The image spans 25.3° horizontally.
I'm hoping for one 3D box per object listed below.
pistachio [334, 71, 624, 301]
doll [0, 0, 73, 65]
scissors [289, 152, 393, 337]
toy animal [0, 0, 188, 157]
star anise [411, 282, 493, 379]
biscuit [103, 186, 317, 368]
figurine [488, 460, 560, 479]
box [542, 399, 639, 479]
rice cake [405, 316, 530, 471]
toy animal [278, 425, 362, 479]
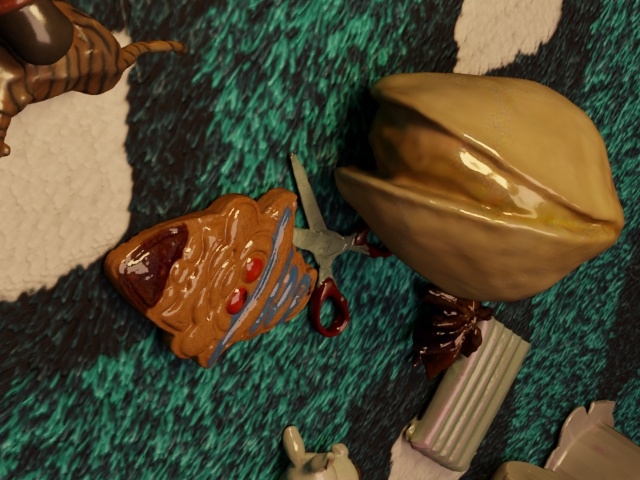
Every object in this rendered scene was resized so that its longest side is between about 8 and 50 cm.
[{"bbox_3d":[0.162,-0.055,1.410,0.321,0.238,0.229,18,93,-38],"label":"pistachio"},{"bbox_3d":[-0.193,-0.218,0.844,0.330,0.174,0.235,-49,146,-28],"label":"doll"},{"bbox_3d":[0.000,0.000,1.429,0.144,0.017,0.247,-57,146,-8],"label":"scissors"},{"bbox_3d":[-0.175,-0.127,0.985,0.255,0.116,0.114,-23,134,-46],"label":"toy animal"},{"bbox_3d":[0.160,0.086,1.682,0.168,0.057,0.168,-35,141,-35],"label":"star anise"},{"bbox_3d":[-0.089,0.032,1.298,0.280,0.043,0.183,11,102,-57],"label":"biscuit"},{"bbox_3d":[0.261,0.442,2.040,0.235,0.127,0.155,-68,166,16],"label":"figurine"},{"bbox_3d":[0.474,0.398,2.229,0.262,0.206,0.291,-40,145,-32],"label":"box"},{"bbox_3d":[0.190,0.196,1.829,0.198,0.037,0.189,-59,149,-4],"label":"rice cake"},{"bbox_3d":[-0.002,0.262,1.573,0.124,0.071,0.085,23,95,-58],"label":"toy animal"}]
